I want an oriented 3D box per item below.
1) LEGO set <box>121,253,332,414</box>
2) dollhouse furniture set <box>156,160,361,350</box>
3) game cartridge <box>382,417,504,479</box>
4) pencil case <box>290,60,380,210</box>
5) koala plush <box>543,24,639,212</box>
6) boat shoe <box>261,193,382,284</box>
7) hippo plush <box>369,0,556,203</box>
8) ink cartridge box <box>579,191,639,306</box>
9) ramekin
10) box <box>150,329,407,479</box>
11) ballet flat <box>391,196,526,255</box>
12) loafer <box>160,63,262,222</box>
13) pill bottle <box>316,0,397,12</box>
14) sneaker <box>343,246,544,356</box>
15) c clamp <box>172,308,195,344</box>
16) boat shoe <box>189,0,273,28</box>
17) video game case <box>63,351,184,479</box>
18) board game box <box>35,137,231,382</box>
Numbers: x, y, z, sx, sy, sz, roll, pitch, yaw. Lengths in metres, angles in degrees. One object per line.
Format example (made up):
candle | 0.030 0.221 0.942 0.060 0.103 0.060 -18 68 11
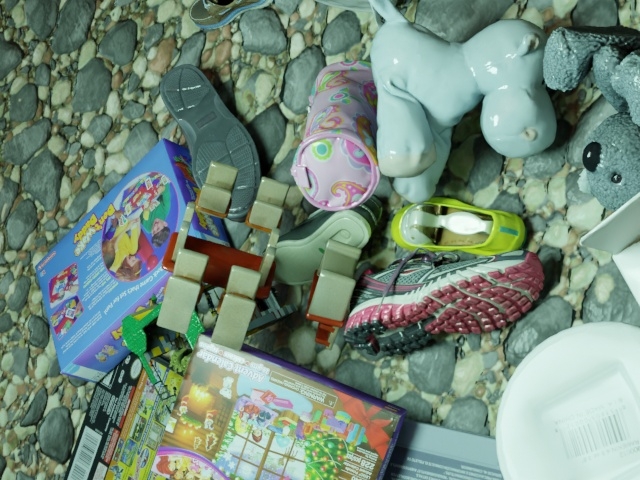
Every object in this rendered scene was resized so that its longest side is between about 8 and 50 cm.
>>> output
LEGO set | -0.117 0.177 2.012 0.331 0.192 0.255 56 139 15
dollhouse furniture set | -0.086 0.048 1.887 0.262 0.259 0.135 -77 6 -51
game cartridge | 0.163 0.338 1.777 0.294 0.060 0.196 7 81 44
pencil case | 0.030 -0.149 1.888 0.124 0.124 0.284 -46 16 25
koala plush | 0.378 -0.128 1.632 0.196 0.203 0.221 34 124 52
boat shoe | 0.000 0.000 2.012 0.233 0.084 0.079 -29 23 43
hippo plush | 0.194 -0.204 1.816 0.236 0.234 0.294 -7 89 11
ink cartridge box | 0.442 0.021 1.383 0.207 0.353 0.119 -41 55 29
ramekin | 0.332 0.221 1.555 0.277 0.135 0.277 -10 71 30
box | -0.056 0.264 1.830 0.293 0.057 0.201 21 96 13
ballet flat | 0.166 -0.021 1.844 0.231 0.077 0.077 6 86 44
loafer | -0.160 -0.147 2.192 0.109 0.095 0.303 -28 62 1
pill bottle | 0.061 -0.495 1.998 0.169 0.169 0.302 11 87 44
sneaker | 0.153 0.058 1.813 0.299 0.121 0.112 -17 51 36
c clamp | -0.254 0.104 2.246 0.160 0.022 0.137 2 81 44
boat shoe | -0.156 -0.397 2.247 0.183 0.066 0.066 -16 69 40
video game case | -0.295 0.316 2.224 0.248 0.035 0.275 22 94 44
board game box | -0.310 0.035 2.250 0.347 0.078 0.233 -41 50 24
